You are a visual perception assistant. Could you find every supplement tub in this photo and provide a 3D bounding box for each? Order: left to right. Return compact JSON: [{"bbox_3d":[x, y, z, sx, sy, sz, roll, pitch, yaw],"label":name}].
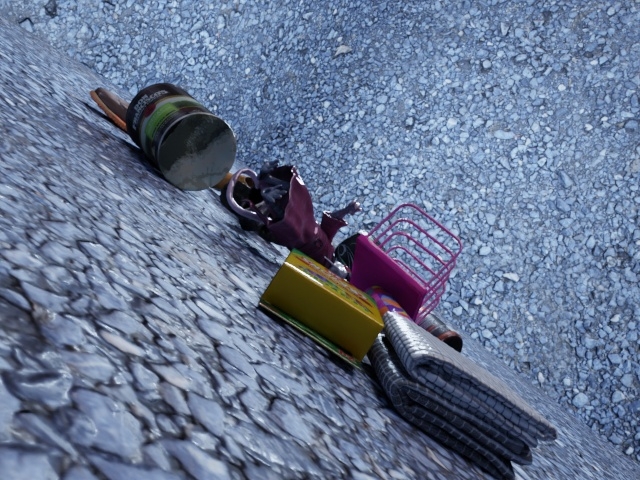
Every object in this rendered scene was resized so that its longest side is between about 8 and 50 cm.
[{"bbox_3d":[0.289,0.249,1.686,0.106,0.106,0.198,32,6,-38],"label":"supplement tub"}]

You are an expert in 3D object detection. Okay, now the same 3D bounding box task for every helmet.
[{"bbox_3d":[0.138,0.067,2.001,0.161,0.169,0.169,61,12,16],"label":"helmet"}]

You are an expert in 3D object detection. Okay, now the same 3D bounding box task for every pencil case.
[{"bbox_3d":[0.144,0.180,1.371,0.104,0.104,0.236,35,5,-12],"label":"pencil case"}]

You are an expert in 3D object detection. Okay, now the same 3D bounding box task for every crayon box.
[{"bbox_3d":[0.006,0.111,1.116,0.202,0.081,0.318,33,5,-2],"label":"crayon box"}]

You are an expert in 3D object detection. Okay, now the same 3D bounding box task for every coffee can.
[{"bbox_3d":[-0.361,-0.271,1.590,0.201,0.201,0.275,32,6,-43],"label":"coffee can"}]

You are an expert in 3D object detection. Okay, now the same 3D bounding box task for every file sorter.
[{"bbox_3d":[0.212,0.078,1.548,0.202,0.182,0.290,42,-24,20],"label":"file sorter"}]

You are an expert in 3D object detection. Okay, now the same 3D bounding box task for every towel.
[{"bbox_3d":[0.219,0.257,1.045,0.284,0.121,0.235,33,3,-10],"label":"towel"}]

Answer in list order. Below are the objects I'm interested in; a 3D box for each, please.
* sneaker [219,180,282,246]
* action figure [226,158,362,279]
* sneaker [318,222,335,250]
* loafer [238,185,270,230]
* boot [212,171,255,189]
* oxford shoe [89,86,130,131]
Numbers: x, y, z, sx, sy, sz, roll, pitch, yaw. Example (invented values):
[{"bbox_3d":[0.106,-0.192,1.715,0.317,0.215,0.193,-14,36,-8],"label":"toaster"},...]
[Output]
[{"bbox_3d":[-0.151,-0.070,1.749,0.283,0.107,0.124,38,-1,30],"label":"sneaker"},{"bbox_3d":[-0.050,0.000,1.511,0.276,0.248,0.370,-3,-43,35],"label":"action figure"},{"bbox_3d":[0.000,0.000,2.092,0.115,0.105,0.281,35,5,-26],"label":"sneaker"},{"bbox_3d":[-0.153,-0.113,1.622,0.076,0.223,0.078,1,-52,22],"label":"loafer"},{"bbox_3d":[-0.262,-0.180,1.861,0.197,0.072,0.152,22,-8,-30],"label":"boot"},{"bbox_3d":[-0.511,-0.363,1.859,0.364,0.132,0.130,33,6,-26],"label":"oxford shoe"}]
